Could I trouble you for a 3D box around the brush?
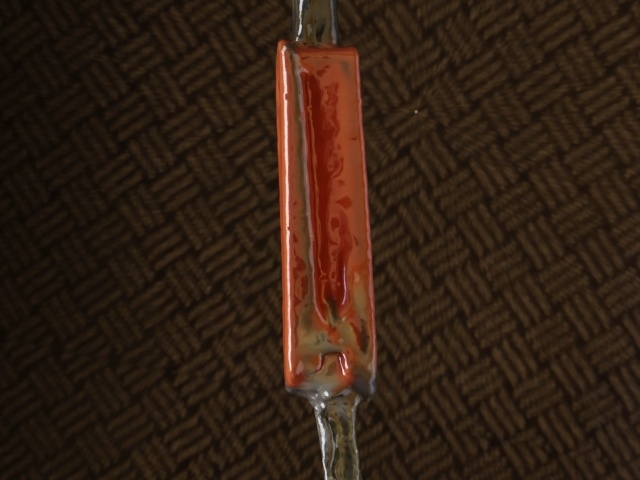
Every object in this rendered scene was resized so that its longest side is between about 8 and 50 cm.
[{"bbox_3d":[-0.001,0.000,0.666,0.051,0.070,0.323,-4,87,-10],"label":"brush"}]
